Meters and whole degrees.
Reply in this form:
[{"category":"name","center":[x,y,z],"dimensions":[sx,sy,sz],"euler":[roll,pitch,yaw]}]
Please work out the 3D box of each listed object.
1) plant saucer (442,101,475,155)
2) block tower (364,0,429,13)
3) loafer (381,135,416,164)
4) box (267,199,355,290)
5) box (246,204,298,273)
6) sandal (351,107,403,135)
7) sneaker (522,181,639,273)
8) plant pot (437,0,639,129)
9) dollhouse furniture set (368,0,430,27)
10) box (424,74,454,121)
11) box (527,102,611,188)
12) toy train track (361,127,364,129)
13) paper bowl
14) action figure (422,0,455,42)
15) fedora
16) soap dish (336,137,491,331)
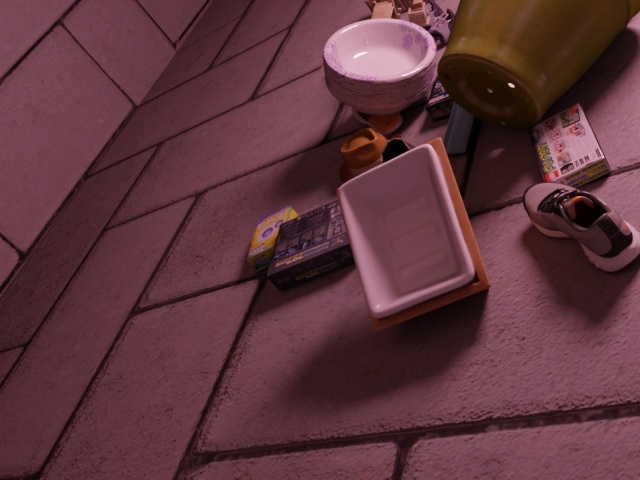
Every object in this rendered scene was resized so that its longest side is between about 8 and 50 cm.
[{"category":"plant saucer","center":[0.320,-0.273,1.758],"dimensions":[0.067,0.018,0.192],"euler":[-2,62,43]},{"category":"block tower","center":[0.294,-0.802,2.499],"dimensions":[0.335,0.097,0.091],"euler":[-12,40,43]},{"category":"loafer","center":[0.175,-0.095,1.616],"dimensions":[0.134,0.130,0.366],"euler":[-33,30,13]},{"category":"box","center":[0.000,0.000,1.761],"dimensions":[0.232,0.059,0.183],"euler":[-23,33,26]},{"category":"box","center":[-0.120,-0.001,1.920],"dimensions":[0.105,0.043,0.179],"euler":[-24,34,27]},{"category":"sandal","center":[0.143,-0.356,2.069],"dimensions":[0.102,0.076,0.265],"euler":[-39,29,1]},{"category":"sneaker","center":[0.420,-0.050,1.296],"dimensions":[0.100,0.108,0.271],"euler":[-42,28,1]},{"category":"plant pot","center":[0.426,-0.433,1.613],"dimensions":[0.366,0.366,0.353],"euler":[13,68,55]},{"category":"dollhouse furniture set","center":[0.230,-0.620,2.159],"dimensions":[0.161,0.101,0.182],"euler":[-5,44,20]},{"category":"box","center":[0.369,-0.385,1.873],"dimensions":[0.220,0.051,0.175],"euler":[-15,38,37]},{"category":"box","center":[0.466,-0.174,1.484],"dimensions":[0.114,0.036,0.207],"euler":[-27,32,22]},{"category":"toy train track","center":[0.093,-0.268,2.072],"dimensions":[0.048,0.014,0.083],"euler":[-8,36,54]},{"category":"paper bowl","center":[0.152,-0.430,1.992],"dimensions":[0.284,0.148,0.284],"euler":[-4,46,5]},{"category":"action figure","center":[0.249,-0.532,2.173],"dimensions":[0.285,0.099,0.185],"euler":[-44,34,-2]},{"category":"fedora","center":[0.111,-0.219,1.916],"dimensions":[0.194,0.079,0.194],"euler":[-28,32,19]},{"category":"soap dish","center":[0.167,-0.006,1.407],"dimensions":[0.229,0.118,0.291],"euler":[-25,66,25]}]
